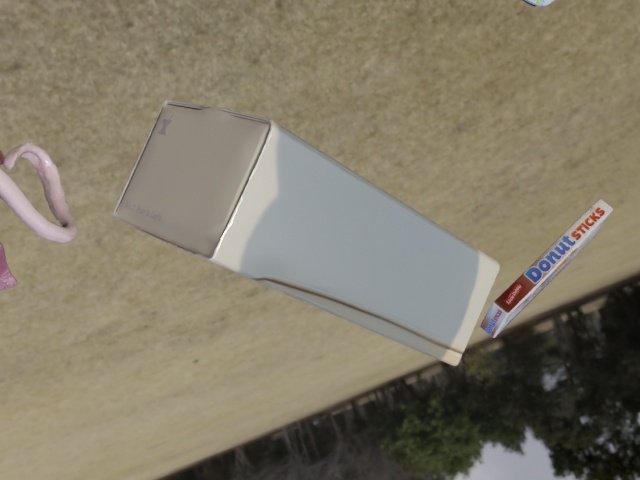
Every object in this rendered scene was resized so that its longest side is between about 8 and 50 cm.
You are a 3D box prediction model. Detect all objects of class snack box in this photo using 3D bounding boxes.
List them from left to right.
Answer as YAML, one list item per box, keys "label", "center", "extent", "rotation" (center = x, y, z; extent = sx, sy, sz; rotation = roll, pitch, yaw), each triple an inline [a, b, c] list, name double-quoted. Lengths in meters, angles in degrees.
- label: "snack box"
  center: [0.239, 0.029, 0.869]
  extent: [0.178, 0.022, 0.064]
  rotation: [-40, 160, -21]

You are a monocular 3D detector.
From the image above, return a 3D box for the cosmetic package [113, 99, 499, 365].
- label: "cosmetic package"
  center: [0.000, 0.000, 0.721]
  extent: [0.310, 0.113, 0.160]
  rotation: [26, 176, -41]

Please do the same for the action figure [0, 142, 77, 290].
- label: "action figure"
  center: [-0.323, -0.055, 0.604]
  extent: [0.276, 0.248, 0.370]
  rotation: [-22, 149, -21]

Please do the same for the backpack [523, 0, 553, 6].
- label: "backpack"
  center: [0.237, -0.322, 0.923]
  extent: [0.114, 0.105, 0.084]
  rotation: [-56, 175, -47]
